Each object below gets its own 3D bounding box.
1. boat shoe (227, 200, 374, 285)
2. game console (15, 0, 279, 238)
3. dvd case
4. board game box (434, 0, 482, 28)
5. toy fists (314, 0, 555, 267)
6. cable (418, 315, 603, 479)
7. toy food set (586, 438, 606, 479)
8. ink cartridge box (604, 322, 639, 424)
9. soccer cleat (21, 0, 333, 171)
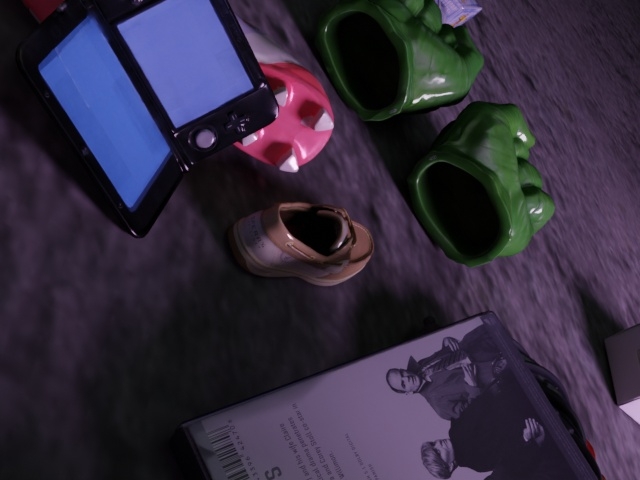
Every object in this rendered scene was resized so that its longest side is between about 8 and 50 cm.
[{"bbox_3d":[0.000,0.000,0.565,0.135,0.045,0.050,-1,65,-54],"label":"boat shoe"},{"bbox_3d":[-0.085,-0.083,0.464,0.122,0.107,0.071,63,-1,-34],"label":"game console"},{"bbox_3d":[0.058,0.144,0.461,0.238,0.029,0.179,-14,66,-39],"label":"dvd case"},{"bbox_3d":[0.093,-0.274,0.911,0.194,0.060,0.194,40,36,-26],"label":"board game box"},{"bbox_3d":[0.113,-0.113,0.770,0.279,0.096,0.142,56,31,-1],"label":"toy fists"},{"bbox_3d":[0.130,0.135,0.599,0.150,0.047,0.184,30,28,-19],"label":"cable"},{"bbox_3d":[0.223,0.208,0.725,0.078,0.019,0.122,42,28,-25],"label":"toy food set"},{"bbox_3d":[0.364,0.159,0.926,0.122,0.052,0.089,39,36,-30],"label":"ink cartridge box"},{"bbox_3d":[-0.092,-0.131,0.534,0.248,0.083,0.095,33,15,-30],"label":"soccer cleat"}]
